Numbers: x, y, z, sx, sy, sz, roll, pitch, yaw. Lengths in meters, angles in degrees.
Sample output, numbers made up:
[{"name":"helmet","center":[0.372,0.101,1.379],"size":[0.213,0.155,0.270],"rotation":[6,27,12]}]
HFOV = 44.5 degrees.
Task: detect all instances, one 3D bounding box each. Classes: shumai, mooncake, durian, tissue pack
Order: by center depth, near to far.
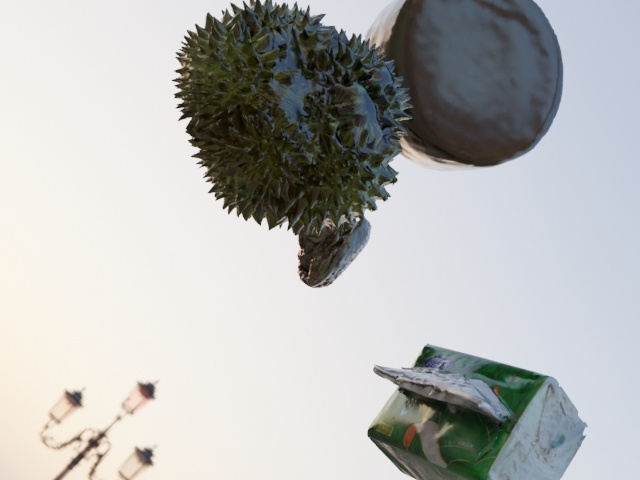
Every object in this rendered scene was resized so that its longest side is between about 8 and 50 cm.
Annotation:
[{"name":"durian","center":[-0.028,-0.134,0.885],"size":[0.291,0.291,0.224],"rotation":[38,-35,10]},{"name":"tissue pack","center":[0.164,0.204,0.912],"size":[0.156,0.148,0.209],"rotation":[51,-22,-24]},{"name":"mooncake","center":[0.199,-0.242,1.148],"size":[0.284,0.284,0.155],"rotation":[50,-12,-12]},{"name":"shumai","center":[0.003,-0.003,1.167],"size":[0.116,0.145,0.145],"rotation":[39,-29,6]}]
